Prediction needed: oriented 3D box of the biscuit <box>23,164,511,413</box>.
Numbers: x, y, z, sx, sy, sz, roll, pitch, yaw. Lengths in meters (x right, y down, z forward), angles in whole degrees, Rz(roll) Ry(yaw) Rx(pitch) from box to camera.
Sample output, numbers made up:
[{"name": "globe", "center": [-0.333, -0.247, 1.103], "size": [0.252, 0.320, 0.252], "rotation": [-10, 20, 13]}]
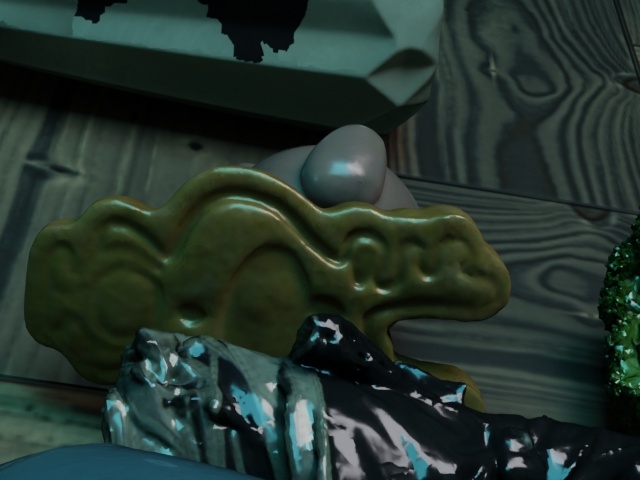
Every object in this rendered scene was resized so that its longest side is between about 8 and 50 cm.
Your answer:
[{"name": "biscuit", "center": [-0.027, 0.036, 0.732], "size": [0.236, 0.144, 0.040], "rotation": [8, 11, -7]}]

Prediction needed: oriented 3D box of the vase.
[{"name": "vase", "center": [-0.106, -0.157, 0.972], "size": [0.360, 0.165, 0.165], "rotation": [3, 36, -6]}]

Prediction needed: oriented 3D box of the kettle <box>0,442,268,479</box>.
[{"name": "kettle", "center": [0.002, 0.199, 0.479], "size": [0.342, 0.247, 0.319], "rotation": [34, 9, 40]}]

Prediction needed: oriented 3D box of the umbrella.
[{"name": "umbrella", "center": [0.073, 0.109, 0.687], "size": [0.358, 0.106, 0.113], "rotation": [11, 63, -10]}]

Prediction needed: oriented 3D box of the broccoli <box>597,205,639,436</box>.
[{"name": "broccoli", "center": [0.239, 0.048, 0.793], "size": [0.195, 0.156, 0.195], "rotation": [0, 67, 1]}]

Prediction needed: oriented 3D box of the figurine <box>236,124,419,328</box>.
[{"name": "figurine", "center": [0.000, 0.000, 0.804], "size": [0.125, 0.125, 0.138], "rotation": [9, -8, -5]}]
